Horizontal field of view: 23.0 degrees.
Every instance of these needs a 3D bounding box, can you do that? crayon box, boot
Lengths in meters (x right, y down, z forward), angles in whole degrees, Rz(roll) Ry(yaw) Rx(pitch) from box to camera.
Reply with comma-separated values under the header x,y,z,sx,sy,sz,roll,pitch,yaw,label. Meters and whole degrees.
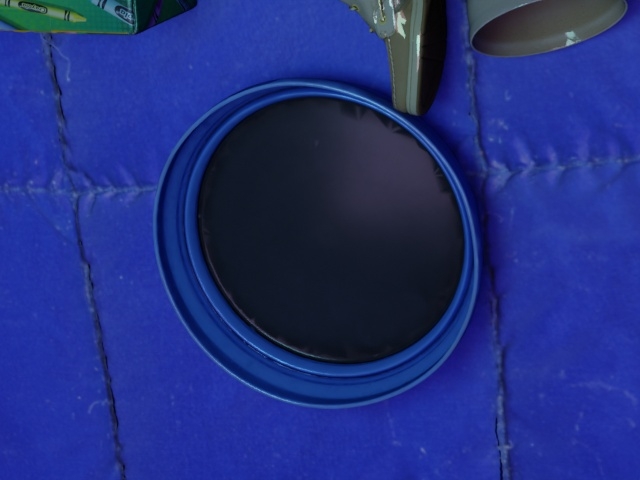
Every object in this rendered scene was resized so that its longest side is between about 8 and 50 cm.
x,y,z,sx,sy,sz,roll,pitch,yaw,label
-0.298,-0.287,1.750,0.278,0.165,0.081,5,110,18,crayon box
0.026,-0.262,1.680,0.203,0.095,0.262,0,103,19,boot

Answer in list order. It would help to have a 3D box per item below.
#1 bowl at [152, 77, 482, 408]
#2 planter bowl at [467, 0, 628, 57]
x,y,z,sx,sy,sz,roll,pitch,yaw,label
0.000,0.000,1.795,0.391,0.077,0.391,6,111,17,bowl
0.219,-0.266,1.592,0.162,0.162,0.109,-18,76,24,planter bowl
